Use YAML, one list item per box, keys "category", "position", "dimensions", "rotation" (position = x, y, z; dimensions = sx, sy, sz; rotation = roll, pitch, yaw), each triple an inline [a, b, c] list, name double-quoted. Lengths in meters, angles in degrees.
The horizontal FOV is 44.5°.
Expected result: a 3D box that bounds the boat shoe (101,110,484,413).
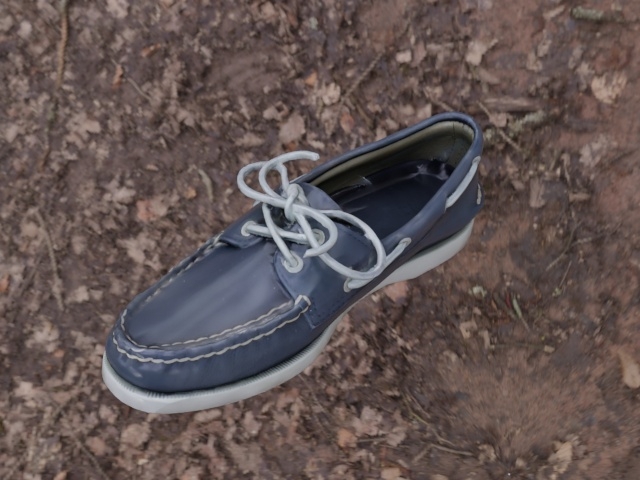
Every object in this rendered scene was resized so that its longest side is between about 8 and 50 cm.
- category: "boat shoe"
  position: [0.000, 0.000, 0.410]
  dimensions: [0.254, 0.079, 0.095]
  rotation: [-24, 48, -32]
